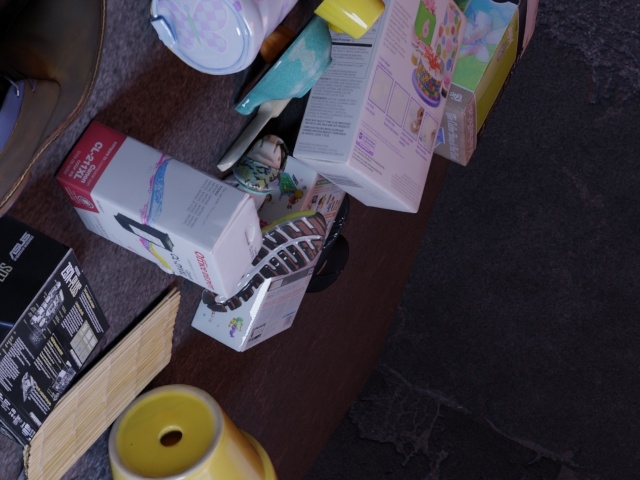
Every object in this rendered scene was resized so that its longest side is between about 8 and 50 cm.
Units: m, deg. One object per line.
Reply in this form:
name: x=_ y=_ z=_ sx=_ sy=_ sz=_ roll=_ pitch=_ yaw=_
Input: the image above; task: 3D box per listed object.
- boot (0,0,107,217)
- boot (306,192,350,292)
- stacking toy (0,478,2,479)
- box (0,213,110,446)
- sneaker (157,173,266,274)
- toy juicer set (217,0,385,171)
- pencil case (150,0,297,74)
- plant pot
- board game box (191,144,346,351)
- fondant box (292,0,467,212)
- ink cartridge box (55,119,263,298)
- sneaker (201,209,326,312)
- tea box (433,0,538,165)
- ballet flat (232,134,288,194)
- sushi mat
boot: x=-0.215 y=-0.113 z=0.707 sx=0.106 sy=0.082 sz=0.219 roll=146 pitch=-32 yaw=-80
boot: x=0.000 y=0.000 z=1.812 sx=0.246 sy=0.094 sz=0.207 roll=-61 pitch=165 yaw=16
stacking toy: x=-0.380 y=0.348 z=0.923 sx=0.166 sy=0.175 sz=0.302 roll=110 pitch=-1 yaw=-48
box: x=-0.280 y=0.086 z=0.903 sx=0.147 sy=0.077 sz=0.180 roll=-59 pitch=166 yaw=-23
sneaker: x=-0.120 y=-0.012 z=1.317 sx=0.258 sy=0.091 sz=0.094 roll=-49 pitch=160 yaw=-54
toy juicer set: x=-0.028 y=-0.252 z=1.265 sx=0.329 sy=0.089 sz=0.209 roll=-42 pitch=-167 yaw=39
pencil case: x=-0.057 y=-0.283 z=0.990 sx=0.124 sy=0.113 sz=0.273 roll=-11 pitch=-144 yaw=48
plant pot: x=-0.194 y=0.343 z=1.422 sx=0.254 sy=0.254 sz=0.239 roll=-55 pitch=150 yaw=-35
board game box: x=-0.067 y=0.004 z=1.557 sx=0.303 sy=0.097 sz=0.224 roll=-66 pitch=167 yaw=12
fondant box: x=0.097 y=-0.232 z=1.448 sx=0.238 sy=0.096 sz=0.330 roll=29 pitch=75 yaw=-57
ink cartridge box: x=-0.153 y=-0.028 z=0.966 sx=0.072 sy=0.175 sz=0.127 roll=-60 pitch=166 yaw=-20
sneaker: x=-0.087 y=0.011 z=1.401 sx=0.208 sy=0.081 sz=0.094 roll=-31 pitch=-144 yaw=10
tea box: x=0.238 y=-0.355 z=1.803 sx=0.324 sy=0.220 sz=0.329 roll=-63 pitch=167 yaw=-7
ballet flat: x=-0.077 y=-0.111 z=1.330 sx=0.188 sy=0.070 sz=0.070 roll=-89 pitch=-159 yaw=-76
sushi mat: x=-0.276 y=0.195 z=1.261 sx=0.316 sy=0.019 sz=0.151 roll=-49 pitch=161 yaw=-49
